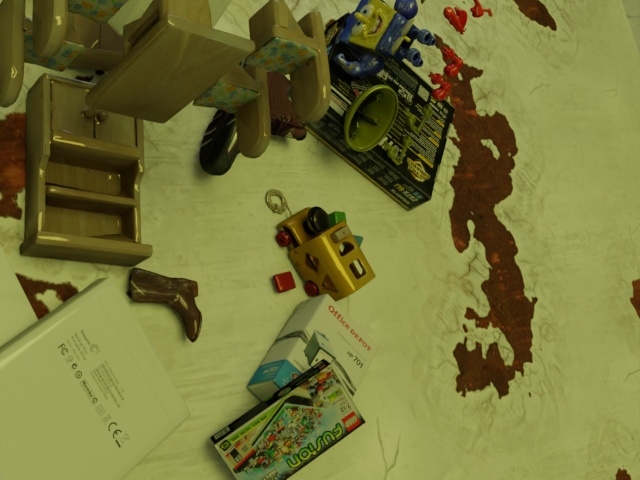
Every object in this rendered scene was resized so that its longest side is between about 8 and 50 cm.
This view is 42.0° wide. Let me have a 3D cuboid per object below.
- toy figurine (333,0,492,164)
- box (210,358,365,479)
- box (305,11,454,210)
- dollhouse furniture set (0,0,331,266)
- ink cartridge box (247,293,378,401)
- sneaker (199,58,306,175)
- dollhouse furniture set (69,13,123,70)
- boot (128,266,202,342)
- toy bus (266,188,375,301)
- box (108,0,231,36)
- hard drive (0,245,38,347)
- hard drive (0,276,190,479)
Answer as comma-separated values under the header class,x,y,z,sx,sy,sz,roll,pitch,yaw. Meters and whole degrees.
class,x,y,z,sx,sy,sz,roll,pitch,yaw
toy figurine,0.120,-0.351,1.557,0.191,0.217,0.362,19,104,-49
box,-0.046,0.282,1.244,0.207,0.036,0.114,-34,104,-12
box,0.113,-0.253,1.645,0.322,0.079,0.257,36,55,-24
dollhouse furniture set,-0.240,-0.146,1.086,0.362,0.394,0.256,8,68,-38
ink cartridge box,-0.008,0.204,1.354,0.139,0.082,0.191,46,52,-17
sneaker,-0.094,-0.195,1.430,0.162,0.106,0.281,36,52,-28
dollhouse furniture set,-0.281,-0.400,1.163,0.303,0.355,0.174,3,69,-16
boot,-0.234,0.095,1.237,0.114,0.037,0.106,16,50,-39
toy bus,0.009,0.008,1.432,0.202,0.104,0.191,22,59,-33
box,-0.207,-0.351,1.162,0.130,0.170,0.091,19,23,-53
hard drive,-0.496,0.138,0.996,0.318,0.040,0.210,-27,91,-43
hard drive,-0.345,0.237,1.041,0.353,0.047,0.233,-41,112,-40
